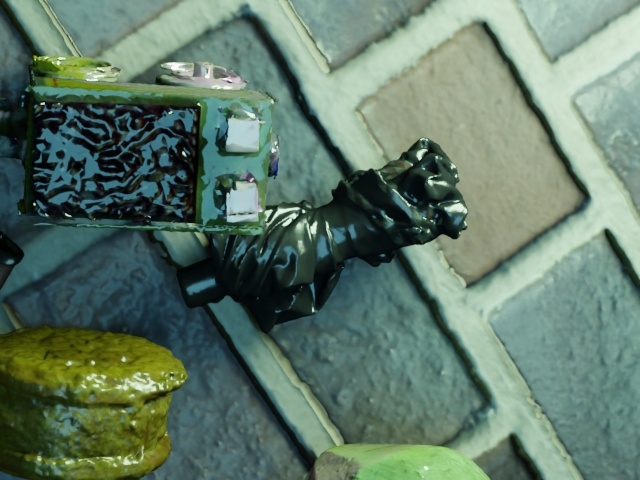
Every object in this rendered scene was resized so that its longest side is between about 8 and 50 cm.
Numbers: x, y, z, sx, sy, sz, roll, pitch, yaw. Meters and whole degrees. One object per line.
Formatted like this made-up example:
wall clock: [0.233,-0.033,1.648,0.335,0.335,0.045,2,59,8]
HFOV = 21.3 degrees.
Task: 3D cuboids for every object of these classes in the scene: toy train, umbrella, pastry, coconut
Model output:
toy train: [-0.156,-0.086,1.458,0.261,0.177,0.134,3,101,-11]
umbrella: [0.001,0.000,1.548,0.272,0.122,0.110,-23,61,-2]
pastry: [-0.215,0.142,1.491,0.189,0.189,0.103,5,102,-13]
coconut: [0.064,0.290,1.569,0.205,0.236,0.235,-21,107,-42]

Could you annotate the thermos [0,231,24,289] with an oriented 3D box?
thermos: [-0.388,0.125,1.499,0.109,0.136,0.330,33,93,12]
